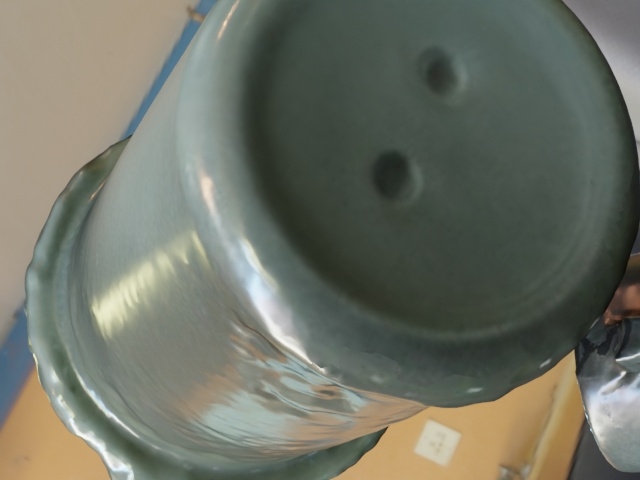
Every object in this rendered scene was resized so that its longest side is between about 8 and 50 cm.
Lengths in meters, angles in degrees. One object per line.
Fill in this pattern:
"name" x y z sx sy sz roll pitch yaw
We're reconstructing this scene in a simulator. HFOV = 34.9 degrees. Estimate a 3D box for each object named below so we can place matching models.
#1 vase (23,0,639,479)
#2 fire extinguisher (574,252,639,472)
"vase" 0.000 0.000 0.480 0.245 0.245 0.291 -61 11 -25
"fire extinguisher" 0.293 0.034 0.416 0.200 0.376 0.113 -23 -82 -62
